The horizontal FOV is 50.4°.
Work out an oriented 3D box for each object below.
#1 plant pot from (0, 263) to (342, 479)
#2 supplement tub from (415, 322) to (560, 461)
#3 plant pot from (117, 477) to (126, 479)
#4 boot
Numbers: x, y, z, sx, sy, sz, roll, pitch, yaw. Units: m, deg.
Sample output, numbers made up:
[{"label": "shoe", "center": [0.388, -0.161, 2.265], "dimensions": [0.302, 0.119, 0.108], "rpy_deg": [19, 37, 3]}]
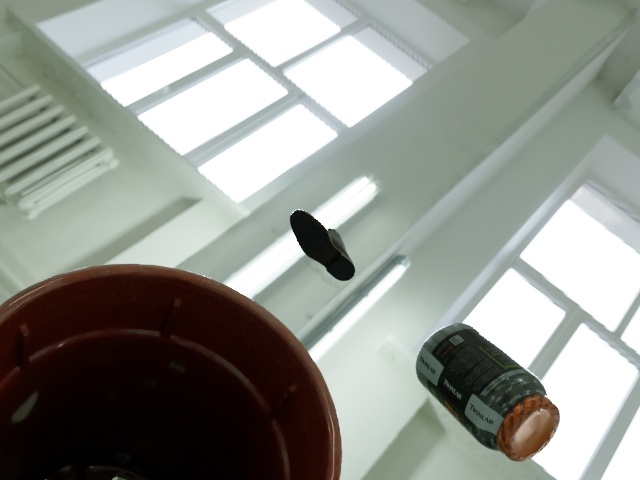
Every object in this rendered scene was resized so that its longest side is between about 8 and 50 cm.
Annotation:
[{"label": "plant pot", "center": [-0.160, 0.206, 0.549], "dimensions": [0.272, 0.272, 0.265], "rpy_deg": [40, -51, 14]}, {"label": "supplement tub", "center": [0.402, 0.364, 1.656], "dimensions": [0.338, 0.207, 0.207], "rpy_deg": [42, -29, 54]}, {"label": "plant pot", "center": [-0.365, 0.501, 1.419], "dimensions": [0.109, 0.109, 0.096], "rpy_deg": [-9, -53, 8]}, {"label": "boot", "center": [0.000, 0.000, 1.669], "dimensions": [0.082, 0.106, 0.219], "rpy_deg": [-36, -72, 11]}]
